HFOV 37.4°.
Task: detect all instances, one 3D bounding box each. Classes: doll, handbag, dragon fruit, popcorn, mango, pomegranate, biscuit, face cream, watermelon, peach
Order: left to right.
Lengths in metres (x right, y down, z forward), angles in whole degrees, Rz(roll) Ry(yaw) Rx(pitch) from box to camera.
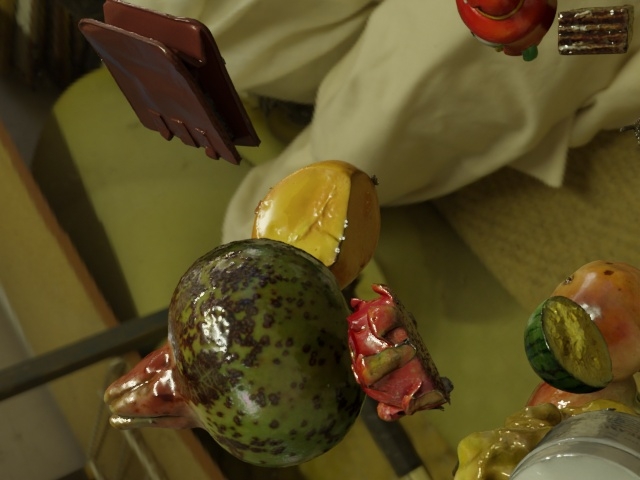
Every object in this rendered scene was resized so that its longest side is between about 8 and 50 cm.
[{"bbox_3d":[-0.247,-0.258,1.549,0.260,0.084,0.275,21,153,36],"label":"handbag"},{"bbox_3d":[-0.083,0.112,0.873,0.214,0.248,0.214,-21,-90,-88],"label":"pomegranate"},{"bbox_3d":[0.000,0.000,1.230,0.138,0.187,0.257,24,167,14],"label":"mango"},{"bbox_3d":[0.054,0.095,0.764,0.112,0.068,0.126,64,-172,16],"label":"dragon fruit"},{"bbox_3d":[0.321,-0.420,1.638,0.160,0.363,0.182,-23,81,21],"label":"doll"},{"bbox_3d":[0.272,0.345,1.173,0.281,0.316,0.297,30,116,44],"label":"popcorn"},{"bbox_3d":[0.245,0.111,0.959,0.062,0.106,0.105,-39,75,41],"label":"watermelon"},{"bbox_3d":[0.473,0.328,1.632,0.252,0.252,0.252,30,131,43],"label":"peach"},{"bbox_3d":[0.475,-0.362,1.609,0.107,0.388,0.073,2,105,19],"label":"biscuit"},{"bbox_3d":[0.270,0.265,0.913,0.177,0.153,0.177,5,100,27],"label":"face cream"},{"bbox_3d":[0.444,0.128,1.470,0.191,0.191,0.191,30,131,43],"label":"pomegranate"}]

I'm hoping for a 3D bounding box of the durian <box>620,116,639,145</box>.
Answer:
[{"bbox_3d":[0.684,-0.201,1.857,0.148,0.189,0.091,96,-177,-54],"label":"durian"}]
